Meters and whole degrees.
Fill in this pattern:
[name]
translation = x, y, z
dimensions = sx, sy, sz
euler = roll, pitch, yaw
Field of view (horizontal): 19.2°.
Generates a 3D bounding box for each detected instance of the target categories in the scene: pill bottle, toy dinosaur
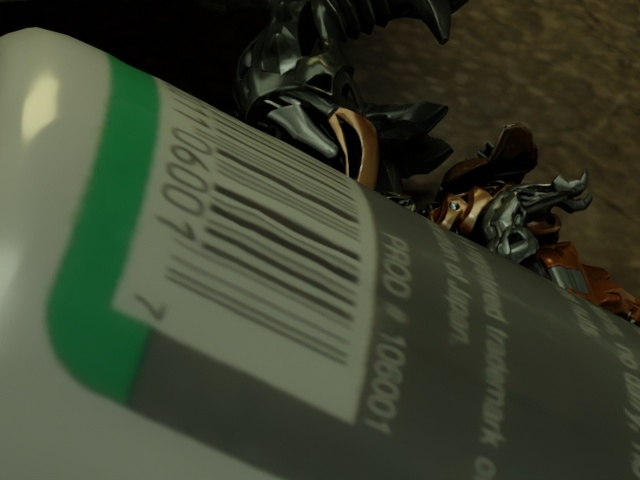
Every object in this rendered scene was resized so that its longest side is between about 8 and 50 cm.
[pill bottle]
translation = 0.045, 0.118, 0.436
dimensions = 0.361, 0.204, 0.204
euler = 27, 38, -15
[toy dinosaur]
translation = 0.000, 0.000, 0.684
dimensions = 0.322, 0.164, 0.218
euler = 21, 54, -20
